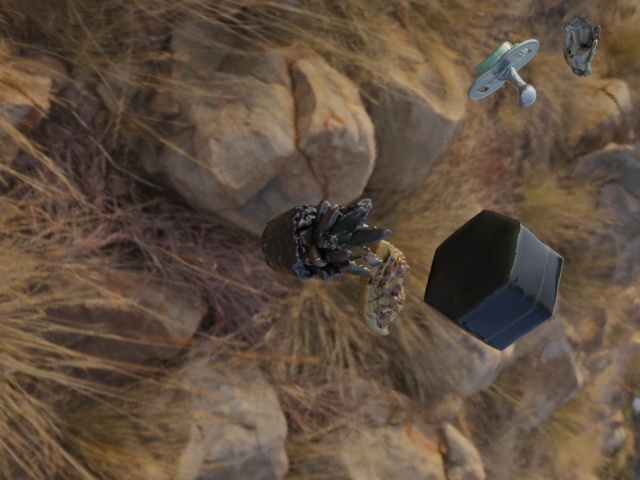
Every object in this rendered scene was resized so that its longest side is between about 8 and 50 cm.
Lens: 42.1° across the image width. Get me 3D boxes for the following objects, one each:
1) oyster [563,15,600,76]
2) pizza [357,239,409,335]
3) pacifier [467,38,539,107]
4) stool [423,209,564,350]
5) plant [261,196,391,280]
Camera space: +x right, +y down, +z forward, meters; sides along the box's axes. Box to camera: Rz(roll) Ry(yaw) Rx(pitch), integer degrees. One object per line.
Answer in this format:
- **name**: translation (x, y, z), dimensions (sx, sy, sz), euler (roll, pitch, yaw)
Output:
- **oyster**: translation (0.669, -0.500, 2.150), dimensions (0.053, 0.108, 0.166), euler (-30, 140, -39)
- **pizza**: translation (0.161, 0.117, 2.052), dimensions (0.161, 0.085, 0.305), euler (-36, 136, -32)
- **pacifier**: translation (0.335, -0.281, 1.458), dimensions (0.150, 0.117, 0.127), euler (-41, 164, 21)
- **stool**: translation (0.305, 0.068, 1.473), dimensions (0.141, 0.232, 0.232), euler (32, 88, -28)
- **plant**: translation (0.000, 0.000, 1.840), dimensions (0.194, 0.320, 0.182), euler (-8, 88, -35)
